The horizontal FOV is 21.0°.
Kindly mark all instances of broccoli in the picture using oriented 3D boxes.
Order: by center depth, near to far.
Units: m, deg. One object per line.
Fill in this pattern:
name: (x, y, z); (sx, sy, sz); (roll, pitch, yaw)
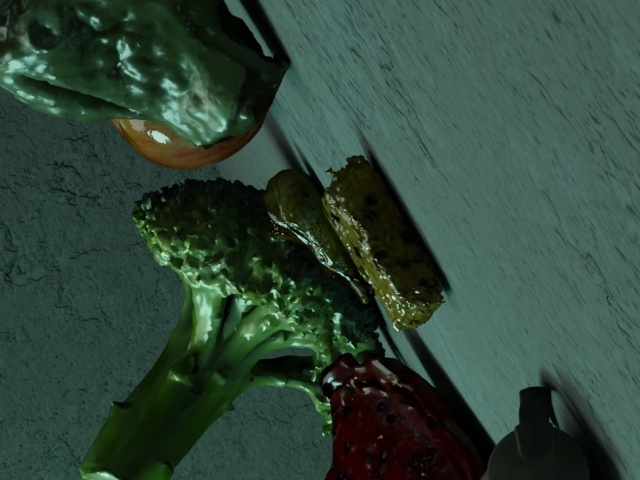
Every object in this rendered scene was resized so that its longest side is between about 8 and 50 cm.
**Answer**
broccoli: (-0.140, 0.101, 2.046); (0.275, 0.397, 0.353); (86, 162, -78)

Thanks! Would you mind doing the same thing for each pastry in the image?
pastry: (0.048, 0.004, 1.386); (0.140, 0.056, 0.080); (62, 165, 12)

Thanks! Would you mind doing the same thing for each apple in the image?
apple: (-0.161, -0.175, 1.896); (0.209, 0.164, 0.209); (58, 175, 8)

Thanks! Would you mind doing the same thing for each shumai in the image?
shumai: (-0.162, -0.179, 1.547); (0.222, 0.260, 0.225); (53, 140, 24)

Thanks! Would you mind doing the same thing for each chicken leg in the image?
chicken leg: (0.000, 0.000, 1.902); (0.178, 0.070, 0.093); (47, 148, 10)

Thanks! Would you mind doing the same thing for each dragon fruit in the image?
dragon fruit: (0.140, 0.261, 1.792); (0.228, 0.286, 0.329); (17, -128, -35)

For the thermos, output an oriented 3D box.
thermos: (0.147, 0.175, 1.178); (0.193, 0.105, 0.137); (75, -164, -59)
